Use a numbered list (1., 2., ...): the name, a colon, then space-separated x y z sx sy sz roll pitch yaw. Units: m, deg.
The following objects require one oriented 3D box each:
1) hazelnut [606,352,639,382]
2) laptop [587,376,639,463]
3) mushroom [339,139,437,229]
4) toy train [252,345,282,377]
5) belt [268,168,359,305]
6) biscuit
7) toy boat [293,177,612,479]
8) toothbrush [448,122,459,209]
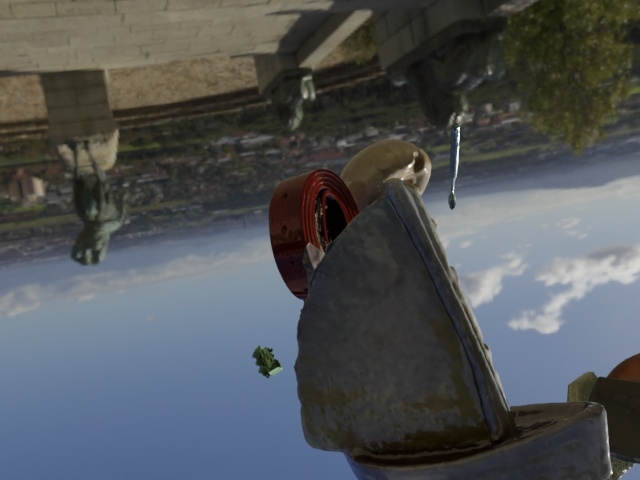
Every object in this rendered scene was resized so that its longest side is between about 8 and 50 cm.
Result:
1. hazelnut: 0.698 0.345 1.439 0.176 0.214 0.214 19 174 -13
2. laptop: 0.562 0.319 1.192 0.207 0.026 0.154 -2 -134 53
3. mushroom: 0.204 -0.114 1.810 0.292 0.290 0.292 -31 148 -22
4. toy train: -0.129 0.288 1.623 0.053 0.083 0.033 -31 147 6
5. belt: 0.000 0.000 1.581 0.115 0.324 0.227 -11 180 42
6. biscuit: 0.725 0.477 1.750 0.150 0.252 0.052 -18 166 -35
7. toy boat: 0.084 0.132 0.624 0.276 0.293 0.111 -44 168 36
8. toothbrush: 0.253 -0.136 1.289 0.016 0.019 0.219 -2 140 6
